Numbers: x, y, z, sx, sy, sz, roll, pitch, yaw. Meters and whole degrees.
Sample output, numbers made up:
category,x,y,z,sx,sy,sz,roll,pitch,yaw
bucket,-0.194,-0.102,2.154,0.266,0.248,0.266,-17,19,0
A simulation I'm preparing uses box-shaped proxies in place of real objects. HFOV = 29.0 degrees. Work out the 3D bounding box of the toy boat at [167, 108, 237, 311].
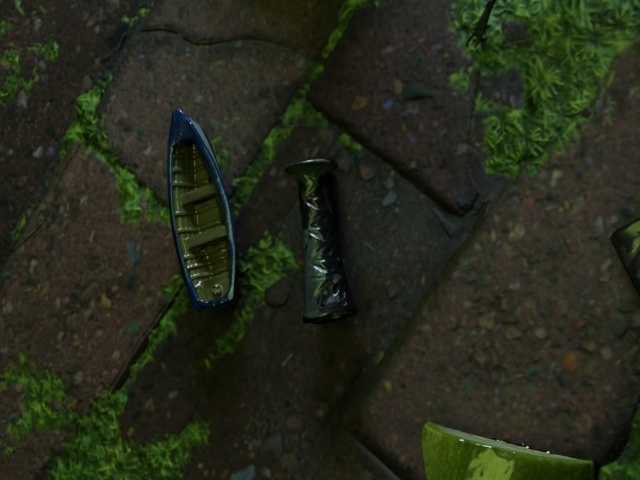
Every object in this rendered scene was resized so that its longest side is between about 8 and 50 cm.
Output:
category,x,y,z,sx,sy,sz,roll,pitch,yaw
toy boat,-0.129,-0.035,1.370,0.080,0.046,0.229,-20,74,28

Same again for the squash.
category,x,y,z,sx,sy,sz,roll,pitch,yaw
squash,0.146,0.310,1.140,0.169,0.093,0.252,10,89,29

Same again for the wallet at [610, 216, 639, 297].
category,x,y,z,sx,sy,sz,roll,pitch,yaw
wallet,0.326,0.044,1.110,0.082,0.018,0.157,-29,70,24

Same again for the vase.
category,x,y,z,sx,sy,sz,roll,pitch,yaw
vase,0.000,0.000,1.284,0.059,0.059,0.167,-14,77,28

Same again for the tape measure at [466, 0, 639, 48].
category,x,y,z,sx,sy,sz,roll,pitch,yaw
tape measure,0.274,-0.237,1.136,0.330,0.084,0.164,-27,67,23
